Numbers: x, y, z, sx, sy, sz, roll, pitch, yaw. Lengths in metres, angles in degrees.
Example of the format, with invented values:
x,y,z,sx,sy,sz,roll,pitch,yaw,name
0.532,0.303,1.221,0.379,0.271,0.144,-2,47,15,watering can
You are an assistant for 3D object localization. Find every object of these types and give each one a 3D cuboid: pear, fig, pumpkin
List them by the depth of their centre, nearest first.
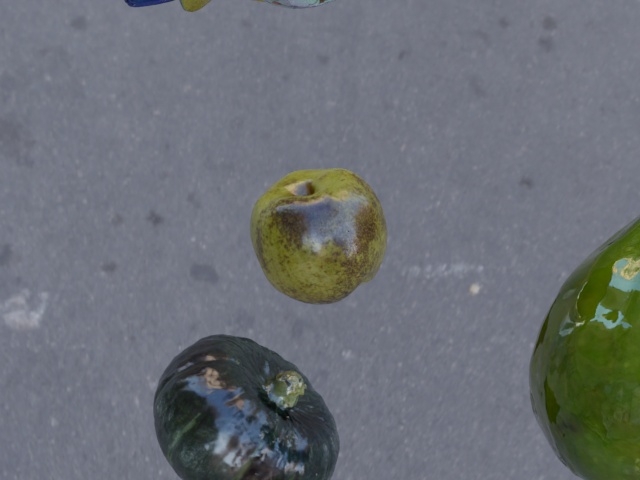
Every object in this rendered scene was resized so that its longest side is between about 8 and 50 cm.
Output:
x,y,z,sx,sy,sz,roll,pitch,yaw,name
0.314,0.090,0.936,0.233,0.233,0.314,24,66,7,fig
-0.074,0.190,1.107,0.211,0.152,0.211,27,17,-9,pumpkin
0.000,0.000,1.493,0.197,0.197,0.197,4,56,-6,pear

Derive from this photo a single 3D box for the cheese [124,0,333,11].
x,y,z,sx,sy,sz,roll,pitch,yaw,name
-0.044,-0.236,0.900,0.250,0.156,0.064,-13,75,-12,cheese
